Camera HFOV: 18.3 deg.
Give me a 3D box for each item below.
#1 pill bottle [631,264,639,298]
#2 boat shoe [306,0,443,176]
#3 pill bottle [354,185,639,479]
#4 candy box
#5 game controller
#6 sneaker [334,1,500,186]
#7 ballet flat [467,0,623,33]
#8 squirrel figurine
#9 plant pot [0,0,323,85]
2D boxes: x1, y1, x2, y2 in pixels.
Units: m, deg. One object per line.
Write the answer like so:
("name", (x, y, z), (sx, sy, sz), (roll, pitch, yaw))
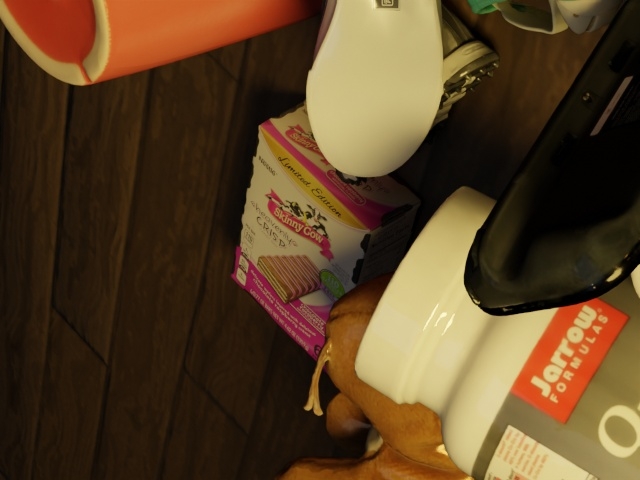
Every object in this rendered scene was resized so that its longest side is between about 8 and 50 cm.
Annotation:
("pill bottle", (0.381, 0.036, 1.279), (0.334, 0.188, 0.188), (32, 140, 36))
("boat shoe", (0.047, -0.199, 1.569), (0.108, 0.102, 0.301), (3, 120, 4))
("pill bottle", (0.221, 0.122, 1.480), (0.363, 0.210, 0.210), (30, 142, 12))
("candy box", (0.000, 0.000, 1.904), (0.159, 0.071, 0.233), (44, 146, 24))
("game controller", (0.211, -0.081, 1.307), (0.166, 0.319, 0.067), (-2, 138, 52))
("sneaker", (0.063, -0.134, 1.697), (0.106, 0.078, 0.234), (56, 145, 9))
("ballet flat", (0.179, -0.195, 1.458), (0.247, 0.083, 0.087), (15, 132, 64))
("squirrel figurine", (0.156, 0.204, 1.740), (0.397, 0.281, 0.370), (16, 120, 30))
("plant pot", (-0.149, -0.270, 1.715), (0.275, 0.243, 0.275), (35, 141, 34))
